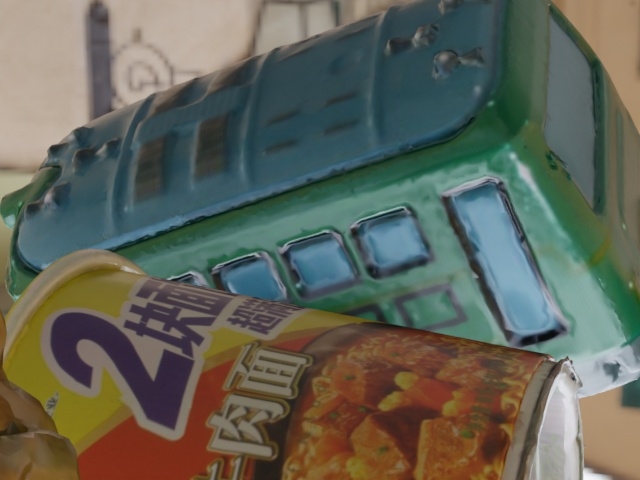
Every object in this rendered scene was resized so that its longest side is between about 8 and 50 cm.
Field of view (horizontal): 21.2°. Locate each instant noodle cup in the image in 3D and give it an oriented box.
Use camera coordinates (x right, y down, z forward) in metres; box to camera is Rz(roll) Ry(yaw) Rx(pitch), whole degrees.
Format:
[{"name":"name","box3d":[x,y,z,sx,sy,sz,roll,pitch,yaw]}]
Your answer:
[{"name":"instant noodle cup","box3d":[-0.006,0.113,0.573,0.174,0.213,0.213,4,-161,17]}]

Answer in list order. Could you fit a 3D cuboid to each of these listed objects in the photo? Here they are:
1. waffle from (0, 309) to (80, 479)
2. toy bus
[{"name":"waffle","box3d":[-0.108,0.085,0.219,0.325,0.068,0.302,36,-151,-22]},{"name":"toy bus","box3d":[0.000,0.000,0.909,0.343,0.199,0.183,-18,-145,21]}]
